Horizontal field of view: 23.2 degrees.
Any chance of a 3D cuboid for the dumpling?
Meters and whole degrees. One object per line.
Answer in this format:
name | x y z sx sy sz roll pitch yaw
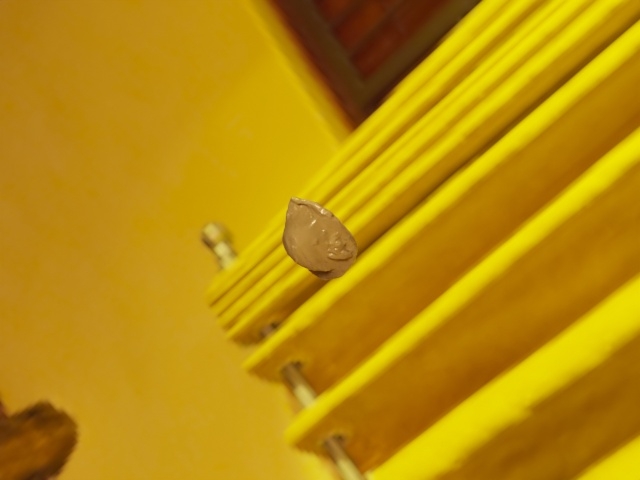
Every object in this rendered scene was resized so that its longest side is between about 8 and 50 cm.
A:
dumpling | -0.002 0.001 1.343 0.052 0.076 0.057 -3 -166 -40
